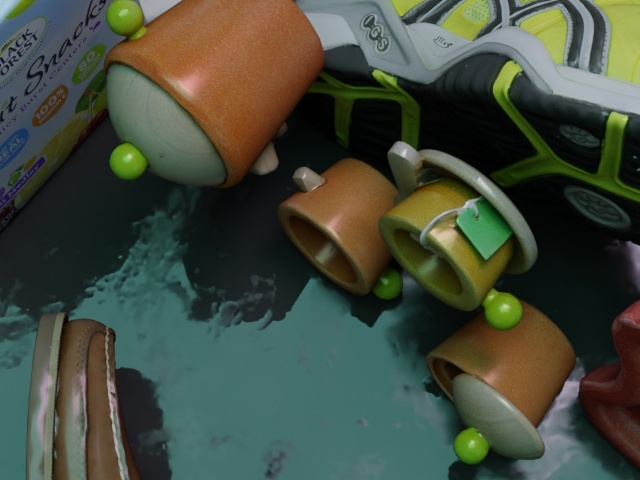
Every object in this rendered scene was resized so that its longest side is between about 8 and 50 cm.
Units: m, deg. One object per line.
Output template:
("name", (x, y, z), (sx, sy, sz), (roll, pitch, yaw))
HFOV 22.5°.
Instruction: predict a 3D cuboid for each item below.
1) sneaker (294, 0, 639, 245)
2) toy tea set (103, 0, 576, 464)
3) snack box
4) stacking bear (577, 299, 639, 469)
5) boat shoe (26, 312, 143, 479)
("sneaker", (0.123, -0.104, 0.855), (0.385, 0.145, 0.147), (24, 73, 42))
("toy tea set", (0.000, 0.000, 0.880), (0.336, 0.200, 0.124), (42, 73, 8))
("snack box", (-0.183, -0.097, 0.907), (0.070, 0.207, 0.174), (38, 80, 12))
("stacking bear", (0.304, 0.023, 0.883), (0.164, 0.175, 0.289), (43, 73, 15))
("boat shoe", (-0.104, 0.190, 0.881), (0.104, 0.111, 0.307), (-4, 83, -2))
